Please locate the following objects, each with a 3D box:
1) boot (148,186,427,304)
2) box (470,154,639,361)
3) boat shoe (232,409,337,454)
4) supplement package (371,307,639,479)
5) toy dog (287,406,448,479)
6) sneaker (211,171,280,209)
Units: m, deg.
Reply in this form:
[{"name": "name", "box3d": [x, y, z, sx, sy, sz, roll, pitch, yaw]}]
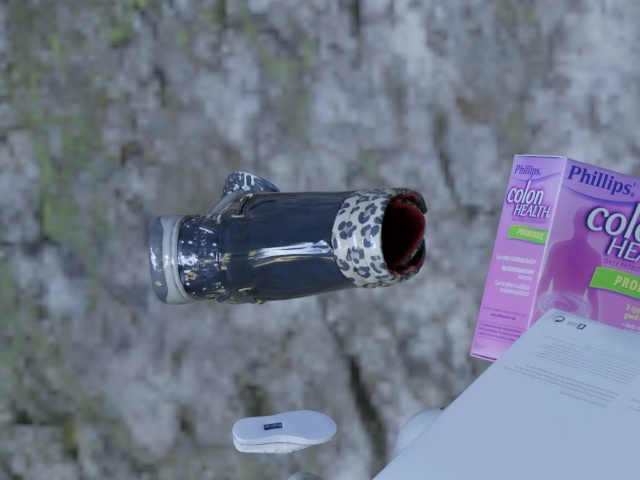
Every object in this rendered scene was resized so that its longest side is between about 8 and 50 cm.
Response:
[{"name": "boot", "box3d": [0.000, 0.002, 1.360, 0.236, 0.179, 0.085, -13, -82, -68]}, {"name": "box", "box3d": [0.315, 0.042, 2.169, 0.117, 0.213, 0.243, 7, 83, 65]}, {"name": "boat shoe", "box3d": [-0.034, 0.186, 1.781, 0.035, 0.100, 0.035, 93, 170, -52]}, {"name": "supplement package", "box3d": [0.174, 0.176, 1.164, 0.203, 0.194, 0.149, -39, -49, -35]}, {"name": "toy dog", "box3d": [0.140, 0.249, 1.299, 0.220, 0.161, 0.333, -6, -119, -50]}, {"name": "sneaker", "box3d": [-0.058, -0.026, 1.797, 0.162, 0.073, 0.063, 141, 129, -71]}]
